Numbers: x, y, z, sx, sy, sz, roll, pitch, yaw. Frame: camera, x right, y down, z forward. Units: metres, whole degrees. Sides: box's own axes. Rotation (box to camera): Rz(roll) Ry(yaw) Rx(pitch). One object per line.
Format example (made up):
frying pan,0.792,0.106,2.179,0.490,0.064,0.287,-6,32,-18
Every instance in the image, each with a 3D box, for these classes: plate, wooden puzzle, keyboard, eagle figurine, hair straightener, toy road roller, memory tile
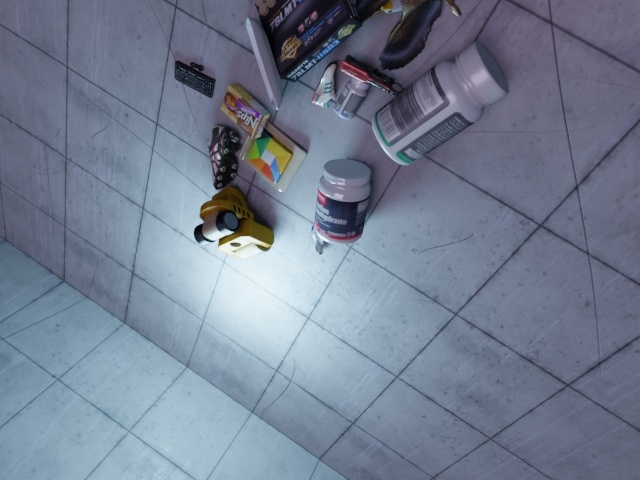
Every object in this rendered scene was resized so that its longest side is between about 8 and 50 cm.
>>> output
plate,-0.180,-0.586,1.469,0.045,0.278,0.277,-20,113,-3
wooden puzzle,-0.195,-0.331,1.741,0.238,0.044,0.221,37,129,2
keyboard,-0.489,-0.636,1.719,0.180,0.023,0.108,29,128,8
eagle figurine,0.236,-0.662,1.253,0.298,0.225,0.226,158,115,-66
hair straightener,0.176,-0.525,1.399,0.230,0.089,0.047,26,143,7
toy road roller,-0.366,-0.082,1.920,0.202,0.240,0.329,-21,145,35
memory tile,-0.153,-0.786,1.376,0.148,0.012,0.113,-32,71,35

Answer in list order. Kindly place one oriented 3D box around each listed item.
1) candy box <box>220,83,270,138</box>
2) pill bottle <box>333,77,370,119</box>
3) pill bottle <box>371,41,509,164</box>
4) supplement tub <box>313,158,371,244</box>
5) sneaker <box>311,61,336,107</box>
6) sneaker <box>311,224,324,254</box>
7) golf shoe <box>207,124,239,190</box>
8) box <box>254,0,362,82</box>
candy box,-0.283,-0.484,1.664,0.187,0.053,0.109,46,131,14
pill bottle,0.107,-0.479,1.472,0.078,0.078,0.137,37,129,3
pill bottle,0.348,-0.397,1.316,0.361,0.204,0.204,-31,102,38
supplement tub,0.080,-0.140,1.623,0.191,0.191,0.272,18,126,16
sneaker,0.031,-0.524,1.507,0.075,0.057,0.161,25,128,-10
sneaker,0.000,0.000,1.842,0.058,0.052,0.135,0,119,22
golf shoe,-0.408,-0.341,1.827,0.120,0.105,0.273,36,127,26
box,-0.047,-0.692,1.348,0.295,0.073,0.293,-27,78,36
